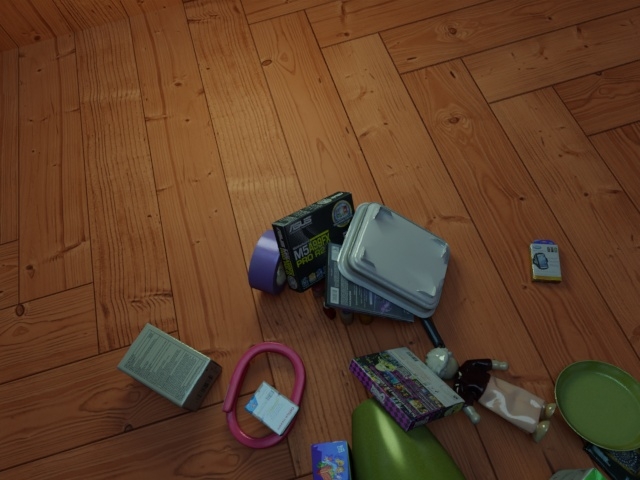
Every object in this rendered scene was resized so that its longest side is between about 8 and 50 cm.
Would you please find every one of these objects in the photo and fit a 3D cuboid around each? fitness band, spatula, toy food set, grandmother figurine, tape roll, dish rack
[{"bbox_3d":[-0.156,0.435,1.366,0.209,0.054,0.290,13,67,9],"label":"fitness band"},{"bbox_3d":[0.289,0.200,1.444,0.084,0.030,0.296,-23,65,-10],"label":"spatula"},{"bbox_3d":[0.050,0.167,1.442,0.111,0.104,0.232,-36,66,-11],"label":"toy food set"},{"bbox_3d":[0.439,0.403,1.301,0.343,0.104,0.208,29,43,21],"label":"grandmother figurine"},{"bbox_3d":[-0.142,0.066,1.464,0.080,0.189,0.188,17,67,14],"label":"tape roll"},{"bbox_3d":[0.235,0.041,1.416,0.333,0.072,0.285,29,56,-10],"label":"dish rack"}]

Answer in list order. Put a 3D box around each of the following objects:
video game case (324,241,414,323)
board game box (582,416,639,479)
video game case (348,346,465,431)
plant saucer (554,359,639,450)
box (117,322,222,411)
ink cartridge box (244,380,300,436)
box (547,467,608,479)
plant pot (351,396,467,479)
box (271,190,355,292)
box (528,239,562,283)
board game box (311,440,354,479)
[{"bbox_3d":[0.143,0.122,1.390,0.275,0.026,0.195,14,57,-20],"label":"video game case"},{"bbox_3d":[0.785,0.565,1.221,0.126,0.026,0.186,-36,66,-11],"label":"board game box"},{"bbox_3d":[0.222,0.375,1.253,0.210,0.041,0.232,-1,28,-39],"label":"video game case"},{"bbox_3d":[0.738,0.432,1.261,0.241,0.037,0.240,-3,50,3],"label":"plant saucer"},{"bbox_3d":[-0.427,0.365,1.381,0.233,0.126,0.148,25,69,17],"label":"box"},{"bbox_3d":[-0.128,0.453,1.297,0.123,0.052,0.088,32,70,17],"label":"ink cartridge box"},{"bbox_3d":[0.638,0.657,1.076,0.127,0.231,0.262,-37,67,-13],"label":"box"},{"bbox_3d":[0.192,0.541,1.183,0.275,0.274,0.293,-19,47,-4],"label":"plant pot"},{"bbox_3d":[0.000,0.000,1.425,0.270,0.216,0.060,-28,27,-35],"label":"box"},{"bbox_3d":[0.686,0.063,1.476,0.081,0.028,0.136,4,62,7],"label":"box"},{"bbox_3d":[0.041,0.595,1.100,0.078,0.347,0.233,-7,64,2],"label":"board game box"}]
